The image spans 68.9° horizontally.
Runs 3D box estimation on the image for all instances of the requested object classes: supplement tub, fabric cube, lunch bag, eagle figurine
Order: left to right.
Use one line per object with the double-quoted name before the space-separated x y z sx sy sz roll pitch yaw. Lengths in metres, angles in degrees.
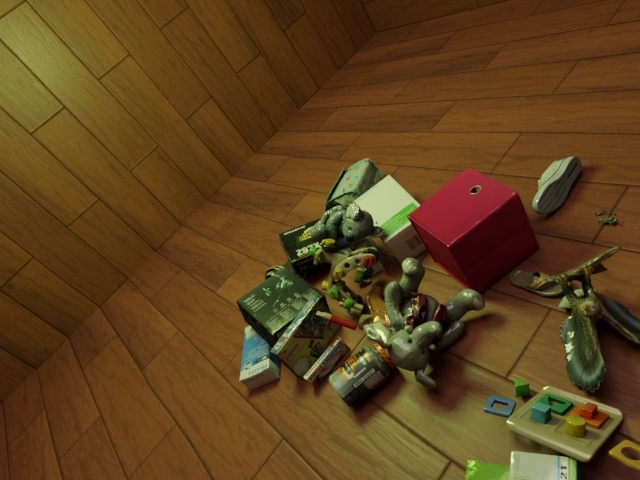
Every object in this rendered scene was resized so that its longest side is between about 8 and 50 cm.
"lunch bag" 0.143 -0.238 2.189 0.262 0.160 0.223 -14 42 50
"supplement tub" 0.131 0.407 1.429 0.190 0.117 0.117 -39 32 -3
"fabric cube" 0.485 -0.032 1.502 0.258 0.259 0.254 -38 33 0
"eagle figurine" 0.681 0.199 1.138 0.226 0.225 0.298 120 137 -53

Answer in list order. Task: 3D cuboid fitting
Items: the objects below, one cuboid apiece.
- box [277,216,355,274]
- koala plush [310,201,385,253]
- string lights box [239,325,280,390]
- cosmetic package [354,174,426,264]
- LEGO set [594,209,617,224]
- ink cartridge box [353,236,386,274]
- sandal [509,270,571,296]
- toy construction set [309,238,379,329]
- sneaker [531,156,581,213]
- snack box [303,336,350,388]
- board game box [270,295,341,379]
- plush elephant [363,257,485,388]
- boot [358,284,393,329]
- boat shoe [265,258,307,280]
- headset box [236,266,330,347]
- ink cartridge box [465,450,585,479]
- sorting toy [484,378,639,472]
"box" 0.000 0.000 2.018 0.322 0.079 0.257 -21 33 -7
"koala plush" 0.115 -0.054 1.720 0.221 0.196 0.203 -18 34 54
"string lights box" -0.227 0.425 1.787 0.133 0.076 0.259 -27 34 17
"cosmetic package" 0.299 -0.088 1.850 0.197 0.155 0.365 -38 33 5
"LEGO set" 0.863 -0.066 1.406 0.054 0.023 0.083 -16 25 27
"ink cartridge box" 0.187 0.053 1.816 0.067 0.115 0.198 -31 32 12
"sandal" 0.635 0.117 1.367 0.072 0.049 0.180 -50 34 -19
"toy construction set" 0.052 0.140 1.618 0.237 0.257 0.308 18 47 6
"sneaker" 0.782 -0.180 1.578 0.258 0.094 0.091 -44 15 -18
"snack box" 0.022 0.412 1.574 0.178 0.064 0.022 -48 32 -15
"board game box" -0.046 0.340 1.637 0.042 0.165 0.243 12 56 50
"plush elephant" 0.278 0.258 1.341 0.330 0.272 0.255 -53 5 26
"boot" 0.230 0.237 1.602 0.152 0.073 0.197 -3 45 32
"boat shoe" -0.165 0.172 1.993 0.132 0.130 0.355 -6 44 40
"headset box" -0.146 0.257 1.774 0.246 0.131 0.283 -35 41 -24
"ink cartridge box" 0.412 0.557 0.990 0.255 0.097 0.188 -10 42 35
"sorting toy" 0.545 0.390 1.039 0.196 0.047 0.348 -18 18 -38
